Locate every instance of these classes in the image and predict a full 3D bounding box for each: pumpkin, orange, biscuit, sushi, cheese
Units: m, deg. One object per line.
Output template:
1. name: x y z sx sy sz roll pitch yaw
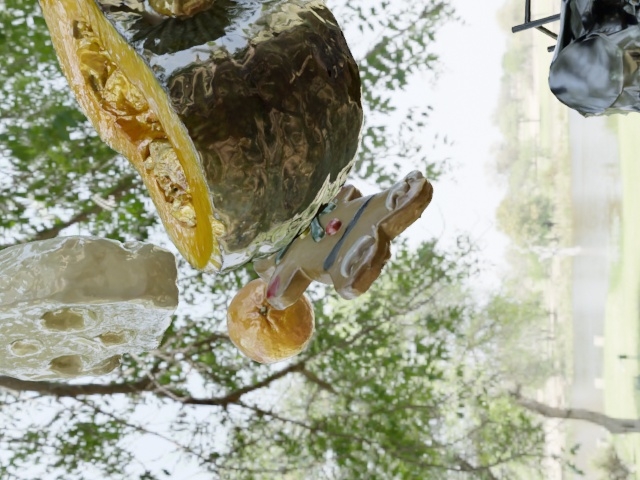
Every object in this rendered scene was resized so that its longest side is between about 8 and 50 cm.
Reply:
1. pumpkin: -0.096 -0.136 0.495 0.317 0.139 0.221 53 148 31
2. orange: -0.099 0.158 1.348 0.155 0.178 0.177 124 162 -54
3. biscuit: 0.000 0.000 0.848 0.049 0.302 0.197 47 -115 -20
4. sushi: 0.407 -0.302 0.694 0.328 0.329 0.285 -37 -54 -38
5. cheese: -0.359 0.107 1.013 0.318 0.327 0.115 57 -163 -60

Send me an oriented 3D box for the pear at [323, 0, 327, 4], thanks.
1. pear: -0.099 -0.462 1.201 0.238 0.318 0.342 51 174 32

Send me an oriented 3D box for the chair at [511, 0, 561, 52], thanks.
1. chair: 0.451 -0.411 1.068 0.141 0.260 0.154 7 -95 -41
